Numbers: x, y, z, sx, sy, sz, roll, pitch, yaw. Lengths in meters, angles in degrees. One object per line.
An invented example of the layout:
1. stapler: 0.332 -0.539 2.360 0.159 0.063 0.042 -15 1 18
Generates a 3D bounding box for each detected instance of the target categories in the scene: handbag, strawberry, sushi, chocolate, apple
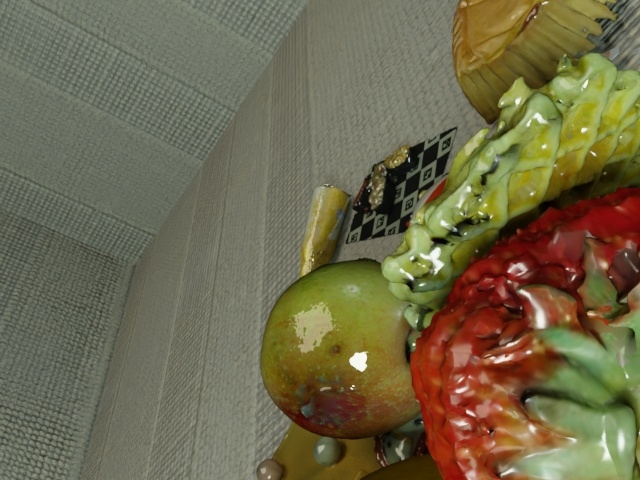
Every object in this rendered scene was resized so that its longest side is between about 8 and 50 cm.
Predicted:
1. handbag: 0.076 0.225 0.895 0.283 0.133 0.401 17 79 59
2. strawberry: 0.231 0.103 0.562 0.312 0.267 0.351 -35 -7 1
3. sushi: 0.122 -0.101 1.239 0.279 0.043 0.192 -14 54 62
4. chocolate: 0.000 0.000 1.371 0.085 0.085 0.219 -19 53 60
5. apple: 0.033 0.123 0.785 0.188 0.174 0.207 -20 67 46

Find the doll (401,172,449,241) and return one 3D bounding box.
1. doll: 0.189 -0.025 0.889 0.161 0.130 0.290 -44 2 -15

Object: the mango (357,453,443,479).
1. mango: 0.054 0.331 0.540 0.300 0.232 0.445 0 18 35

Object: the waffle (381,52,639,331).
1. waffle: 0.204 -0.026 0.661 0.317 0.297 0.073 -49 53 14

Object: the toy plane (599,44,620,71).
1. toy plane: 0.335 -0.151 0.822 0.078 0.053 0.197 -26 43 44

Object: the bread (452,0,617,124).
1. bread: 0.285 -0.309 0.972 0.274 0.149 0.274 -39 37 37
